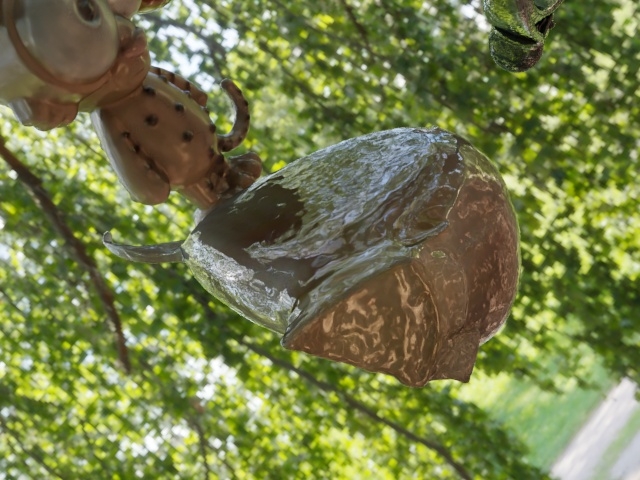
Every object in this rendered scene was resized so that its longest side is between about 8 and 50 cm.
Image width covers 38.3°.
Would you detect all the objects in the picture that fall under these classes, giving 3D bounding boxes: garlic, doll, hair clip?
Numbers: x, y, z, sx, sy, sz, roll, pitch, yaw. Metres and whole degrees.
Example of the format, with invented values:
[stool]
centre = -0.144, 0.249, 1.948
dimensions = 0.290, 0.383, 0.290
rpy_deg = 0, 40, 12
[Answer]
[garlic]
centre = 0.000, 0.001, 0.472
dimensions = 0.266, 0.148, 0.129
rpy_deg = 0, 71, 59
[doll]
centre = -0.150, -0.117, 0.707
dimensions = 0.278, 0.119, 0.154
rpy_deg = 38, -134, -38
[hair clip]
centre = 0.115, -0.142, 0.526
dimensions = 0.070, 0.039, 0.229
rpy_deg = -67, -12, 9

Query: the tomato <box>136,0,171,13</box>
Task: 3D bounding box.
[tomato]
centre = -0.195, -0.255, 0.781
dimensions = 0.091, 0.159, 0.139
rpy_deg = -30, -8, 10
